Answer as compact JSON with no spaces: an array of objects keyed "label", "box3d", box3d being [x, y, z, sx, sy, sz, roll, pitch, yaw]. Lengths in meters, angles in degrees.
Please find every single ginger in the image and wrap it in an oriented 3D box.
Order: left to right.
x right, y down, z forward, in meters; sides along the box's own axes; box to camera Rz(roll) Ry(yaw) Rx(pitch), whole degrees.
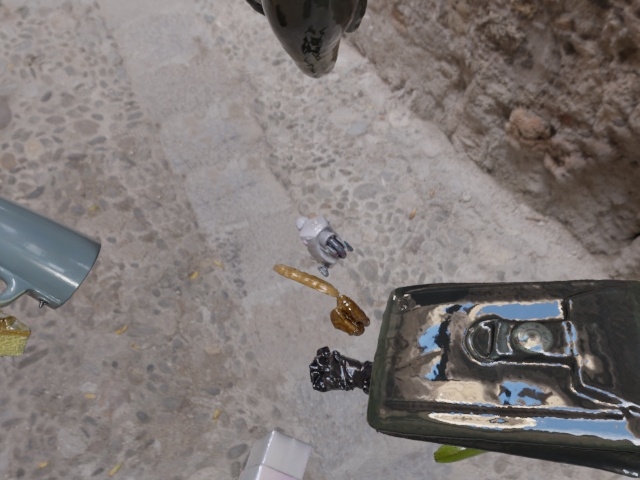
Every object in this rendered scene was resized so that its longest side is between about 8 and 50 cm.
[{"label":"ginger","box3d":[0.097,0.251,1.491,0.162,0.073,0.103,43,69,-28]}]

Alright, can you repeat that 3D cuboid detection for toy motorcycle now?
[{"label":"toy motorcycle","box3d":[0.000,0.000,1.275,0.110,0.260,0.171,-43,88,-9]}]

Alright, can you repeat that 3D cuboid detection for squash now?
[{"label":"squash","box3d":[0.396,0.544,1.250,0.201,0.066,0.066,-24,64,5]}]

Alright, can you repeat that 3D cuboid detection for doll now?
[{"label":"doll","box3d":[-0.043,-0.406,0.693,0.252,0.382,0.379,11,71,8]}]

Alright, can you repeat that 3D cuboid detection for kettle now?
[{"label":"kettle","box3d":[-0.575,0.028,0.874,0.160,0.243,0.211,-25,42,36]}]

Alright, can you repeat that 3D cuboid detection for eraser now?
[{"label":"eraser","box3d":[-0.075,0.304,0.443,0.052,0.095,0.225,25,55,-6]}]

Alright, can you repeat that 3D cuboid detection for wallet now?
[{"label":"wallet","box3d":[0.166,0.106,0.422,0.245,0.052,0.169,-2,51,24]}]

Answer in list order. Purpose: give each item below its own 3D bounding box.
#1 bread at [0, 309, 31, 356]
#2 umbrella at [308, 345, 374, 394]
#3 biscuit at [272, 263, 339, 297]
[{"label":"bread","box3d":[-1.006,0.306,1.484,0.152,0.147,0.127,24,27,-9]},{"label":"umbrella","box3d":[0.108,0.305,1.066,0.272,0.122,0.110,-2,70,28]},{"label":"biscuit","box3d":[-0.042,0.095,1.176,0.250,0.162,0.035,16,79,48]}]
